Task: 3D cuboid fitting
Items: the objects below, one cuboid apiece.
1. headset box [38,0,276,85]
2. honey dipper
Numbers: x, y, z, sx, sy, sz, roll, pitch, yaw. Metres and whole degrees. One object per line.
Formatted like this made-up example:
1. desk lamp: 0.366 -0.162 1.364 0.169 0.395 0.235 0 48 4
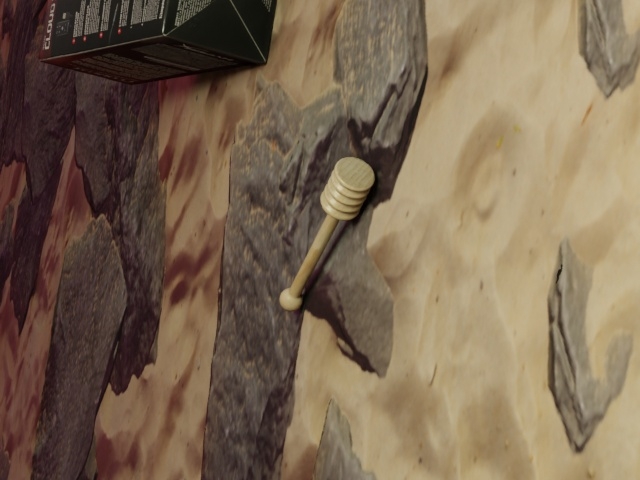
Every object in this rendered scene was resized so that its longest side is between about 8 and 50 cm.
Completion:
1. headset box: -0.152 -0.267 1.698 0.293 0.110 0.218 -1 78 57
2. honey dipper: 0.000 0.000 1.326 0.160 0.030 0.030 118 156 -49
